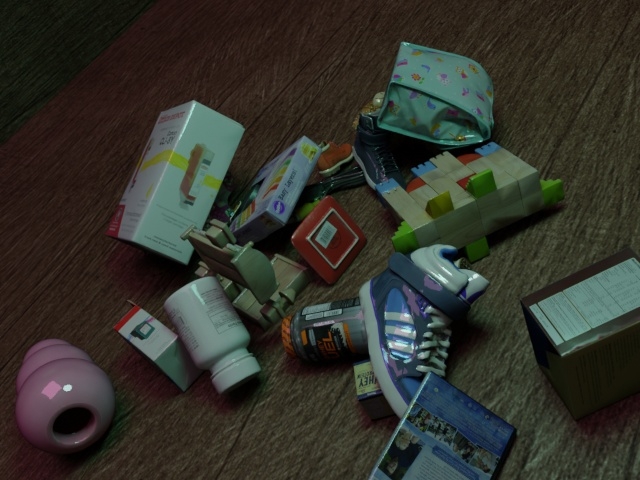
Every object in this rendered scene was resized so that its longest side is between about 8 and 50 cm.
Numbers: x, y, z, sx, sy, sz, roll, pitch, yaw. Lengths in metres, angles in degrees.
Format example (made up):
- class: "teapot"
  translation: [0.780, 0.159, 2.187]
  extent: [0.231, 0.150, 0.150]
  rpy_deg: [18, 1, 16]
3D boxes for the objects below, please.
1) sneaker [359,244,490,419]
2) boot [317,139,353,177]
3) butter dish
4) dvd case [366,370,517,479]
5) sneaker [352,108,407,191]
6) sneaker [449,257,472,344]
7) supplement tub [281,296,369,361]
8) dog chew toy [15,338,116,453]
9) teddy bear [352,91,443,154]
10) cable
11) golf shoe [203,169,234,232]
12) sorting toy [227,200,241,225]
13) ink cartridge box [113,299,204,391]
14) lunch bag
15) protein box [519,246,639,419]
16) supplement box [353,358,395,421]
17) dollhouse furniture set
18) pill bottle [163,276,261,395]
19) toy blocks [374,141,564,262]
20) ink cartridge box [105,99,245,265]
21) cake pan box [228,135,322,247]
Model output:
- class: "sneaker"
  translation: [0.212, 0.158, 1.238]
  extent: [0.236, 0.130, 0.323]
  rpy_deg: [-32, 53, 24]
- class: "boot"
  translation: [0.038, -0.240, 1.824]
  extent: [0.059, 0.084, 0.158]
  rpy_deg: [-9, 24, 37]
- class: "butter dish"
  translation: [0.000, 0.000, 1.595]
  extent: [0.160, 0.160, 0.118]
  rpy_deg: [-51, 23, -23]
- class: "dvd case"
  translation: [0.196, 0.367, 1.112]
  extent: [0.180, 0.022, 0.253]
  rpy_deg: [34, 63, 4]
- class: "sneaker"
  translation: [0.154, -0.225, 1.678]
  extent: [0.086, 0.163, 0.226]
  rpy_deg: [-15, 52, -25]
- class: "sneaker"
  translation: [0.250, 0.127, 1.380]
  extent: [0.086, 0.064, 0.192]
  rpy_deg: [-14, 48, 44]
- class: "supplement tub"
  translation: [0.024, 0.185, 1.394]
  extent: [0.190, 0.117, 0.117]
  rpy_deg: [-13, 43, 18]
- class: "dog chew toy"
  translation: [-0.591, 0.331, 1.531]
  extent: [0.206, 0.206, 0.332]
  rpy_deg: [-40, 35, -13]
- class: "teddy bear"
  translation: [0.244, -0.327, 1.796]
  extent: [0.245, 0.113, 0.338]
  rpy_deg: [-36, 42, -12]
- class: "cable"
  translation: [0.009, -0.124, 1.783]
  extent: [0.287, 0.072, 0.139]
  rpy_deg: [-24, 23, -14]
- class: "golf shoe"
  translation: [-0.314, -0.080, 1.874]
  extent: [0.140, 0.115, 0.306]
  rpy_deg: [-36, 38, 32]
- class: "sorting toy"
  translation: [-0.233, -0.070, 1.795]
  extent: [0.062, 0.012, 0.083]
  rpy_deg: [-64, 9, -16]
- class: "ink cartridge box"
  translation: [-0.379, 0.236, 1.549]
  extent: [0.231, 0.134, 0.078]
  rpy_deg: [24, 63, 43]
- class: "lunch bag"
  translation: [0.287, -0.339, 1.616]
  extent: [0.262, 0.160, 0.223]
  rpy_deg: [17, 44, 0]
- class: "protein box"
  translation: [0.467, 0.155, 1.119]
  extent: [0.201, 0.200, 0.136]
  rpy_deg: [-26, 41, 3]
- class: "supplement box"
  translation: [0.105, 0.280, 1.279]
  extent: [0.056, 0.083, 0.083]
  rpy_deg: [-18, 42, 11]
- class: "dollhouse furniture set"
  translation: [-0.180, 0.012, 1.500]
  extent: [0.303, 0.355, 0.174]
  rpy_deg: [22, 61, 42]
- class: "pill bottle"
  translation: [-0.224, 0.203, 1.437]
  extent: [0.131, 0.131, 0.229]
  rpy_deg: [-31, 77, -3]
- class: "toy blocks"
  translation: [0.298, -0.103, 1.512]
  extent: [0.381, 0.191, 0.261]
  rpy_deg: [-25, 31, -3]
- class: "ink cartridge box"
  translation: [-0.385, -0.151, 1.770]
  extent: [0.279, 0.160, 0.384]
  rpy_deg: [7, 73, 59]
- class: "cake pan box"
  translation: [-0.124, -0.115, 1.720]
  extent: [0.267, 0.070, 0.246]
  rpy_deg: [-25, 33, 56]
